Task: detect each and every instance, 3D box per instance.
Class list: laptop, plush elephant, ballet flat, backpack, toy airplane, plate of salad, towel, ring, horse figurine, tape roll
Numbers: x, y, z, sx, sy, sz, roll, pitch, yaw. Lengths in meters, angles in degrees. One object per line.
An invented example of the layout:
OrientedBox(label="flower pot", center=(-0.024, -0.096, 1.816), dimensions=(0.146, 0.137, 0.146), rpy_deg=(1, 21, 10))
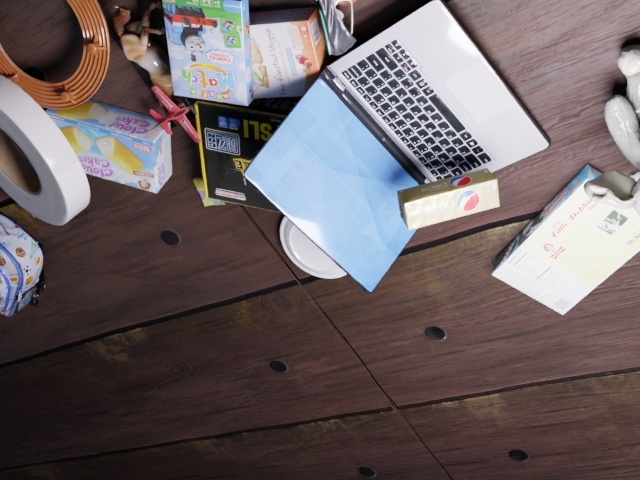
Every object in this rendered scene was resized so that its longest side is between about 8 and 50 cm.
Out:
OrientedBox(label="laptop", center=(0.151, -0.155, 1.473), dimensions=(0.408, 0.236, 0.382), rpy_deg=(-24, 125, 36))
OrientedBox(label="plush elephant", center=(0.599, -0.134, 1.325), dimensions=(0.272, 0.255, 0.330), rpy_deg=(14, 134, 10))
OrientedBox(label="ballet flat", center=(0.017, -0.430, 1.404), dimensions=(0.074, 0.074, 0.203), rpy_deg=(-6, 123, 26))
OrientedBox(label="backpack", center=(-0.886, 0.062, 2.138), dimensions=(0.276, 0.213, 0.263), rpy_deg=(32, 123, -4))
OrientedBox(label="toy airplane", center=(-0.311, -0.259, 1.663), dimensions=(0.151, 0.028, 0.151), rpy_deg=(18, 138, 17))
OrientedBox(label="plate of salad", center=(0.000, 0.000, 1.830), dimensions=(0.200, 0.048, 0.200), rpy_deg=(13, 125, 19))
OrientedBox(label="towel", center=(-0.262, -0.115, 1.856), dimensions=(0.060, 0.009, 0.083), rpy_deg=(-2, 129, 22))
OrientedBox(label="ring", center=(-0.592, -0.431, 1.642), dimensions=(0.336, 0.032, 0.337), rpy_deg=(9, 121, 15))
OrientedBox(label="horse figurine", center=(-0.331, -0.378, 1.602), dimensions=(0.174, 0.066, 0.263), rpy_deg=(-13, 132, 40))
OrientedBox(label="tape roll", center=(-0.686, -0.204, 1.807), dimensions=(0.392, 0.072, 0.392), rpy_deg=(30, 147, 22))

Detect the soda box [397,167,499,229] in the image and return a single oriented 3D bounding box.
OrientedBox(label="soda box", center=(0.240, -0.079, 1.489), dimensions=(0.181, 0.058, 0.061), rpy_deg=(-15, 120, -4))

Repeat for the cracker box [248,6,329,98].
OrientedBox(label="cracker box", center=(-0.105, -0.359, 1.534), dimensions=(0.232, 0.067, 0.156), rpy_deg=(1, 130, 21))

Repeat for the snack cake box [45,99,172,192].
OrientedBox(label="snack cake box", center=(-0.475, -0.219, 1.791), dimensions=(0.264, 0.089, 0.152), rpy_deg=(16, 133, 8))

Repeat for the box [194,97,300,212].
OrientedBox(label="box", center=(-0.096, -0.180, 1.686), dimensions=(0.322, 0.079, 0.257), rpy_deg=(12, 131, 12))

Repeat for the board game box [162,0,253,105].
OrientedBox(label="board game box", center=(-0.211, -0.366, 1.497), dimensions=(0.160, 0.039, 0.211), rpy_deg=(10, 130, 13))

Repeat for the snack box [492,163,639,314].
OrientedBox(label="snack box", center=(0.520, 0.007, 1.621), dimensions=(0.187, 0.060, 0.322), rpy_deg=(29, 134, -6))

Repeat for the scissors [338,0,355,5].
OrientedBox(label="scissors", center=(-0.056, -0.519, 1.401), dimensions=(0.297, 0.021, 0.109), rpy_deg=(26, 137, -5))
